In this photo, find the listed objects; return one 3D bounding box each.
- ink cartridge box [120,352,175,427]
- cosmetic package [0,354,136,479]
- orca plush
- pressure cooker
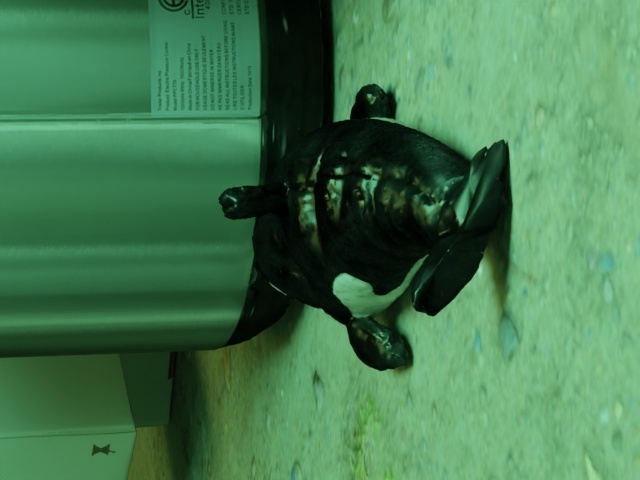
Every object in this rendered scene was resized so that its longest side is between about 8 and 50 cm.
[{"bbox_3d":[-0.176,0.083,1.712,0.150,0.063,0.109,-118,30,-57],"label":"ink cartridge box"},{"bbox_3d":[-0.267,0.086,1.641,0.365,0.155,0.197,-107,24,-43],"label":"cosmetic package"},{"bbox_3d":[0.000,0.000,0.978,0.287,0.102,0.151,-144,54,-71],"label":"orca plush"},{"bbox_3d":[-0.234,-0.107,1.237,0.375,0.420,0.370,104,158,-45],"label":"pressure cooker"}]
